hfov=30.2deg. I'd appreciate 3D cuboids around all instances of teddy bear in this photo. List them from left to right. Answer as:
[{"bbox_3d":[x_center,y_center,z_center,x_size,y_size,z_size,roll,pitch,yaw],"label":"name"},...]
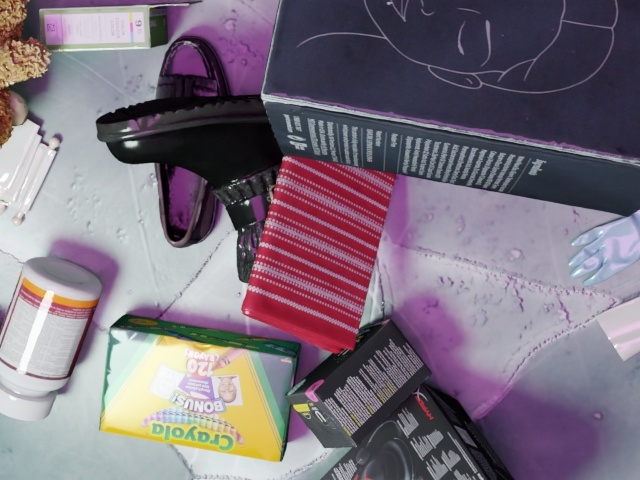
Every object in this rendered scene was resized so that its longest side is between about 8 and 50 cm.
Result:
[{"bbox_3d":[-0.459,-0.282,1.636,0.245,0.113,0.338,-10,92,37],"label":"teddy bear"}]

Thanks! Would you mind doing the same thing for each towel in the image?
[{"bbox_3d":[0.000,0.000,1.608,0.199,0.031,0.275,25,74,-38],"label":"towel"}]

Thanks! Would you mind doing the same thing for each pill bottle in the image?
[{"bbox_3d":[-0.412,0.145,1.748,0.121,0.121,0.221,23,104,1],"label":"pill bottle"}]

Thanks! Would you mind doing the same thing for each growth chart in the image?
[{"bbox_3d":[-0.505,-0.144,1.750,0.237,0.021,0.172,37,103,-2],"label":"growth chart"}]

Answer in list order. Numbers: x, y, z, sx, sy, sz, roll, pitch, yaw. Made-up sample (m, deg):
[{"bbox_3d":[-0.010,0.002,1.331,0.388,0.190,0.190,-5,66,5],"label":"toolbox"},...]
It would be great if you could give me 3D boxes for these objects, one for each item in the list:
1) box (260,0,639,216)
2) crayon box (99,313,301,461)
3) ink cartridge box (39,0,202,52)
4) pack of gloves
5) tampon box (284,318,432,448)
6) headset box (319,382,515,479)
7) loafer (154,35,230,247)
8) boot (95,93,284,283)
[{"bbox_3d":[0.212,-0.318,1.438,0.471,0.297,0.480,11,82,5],"label":"box"},{"bbox_3d":[-0.178,0.218,1.759,0.278,0.081,0.165,9,102,4],"label":"crayon box"},{"bbox_3d":[-0.273,-0.297,1.650,0.209,0.109,0.062,-2,102,6],"label":"ink cartridge box"},{"bbox_3d":[0.480,0.038,1.675,0.232,0.046,0.195,-33,97,11],"label":"pack of gloves"},{"bbox_3d":[0.052,0.205,1.680,0.161,0.120,0.101,-40,95,-24],"label":"tampon box"},{"bbox_3d":[0.119,0.384,1.689,0.293,0.218,0.110,-47,135,12],"label":"headset box"},{"bbox_3d":[-0.186,-0.136,1.680,0.109,0.095,0.303,3,102,5],"label":"loafer"},{"bbox_3d":[-0.127,-0.064,1.611,0.347,0.131,0.260,-7,101,-26],"label":"boot"}]
